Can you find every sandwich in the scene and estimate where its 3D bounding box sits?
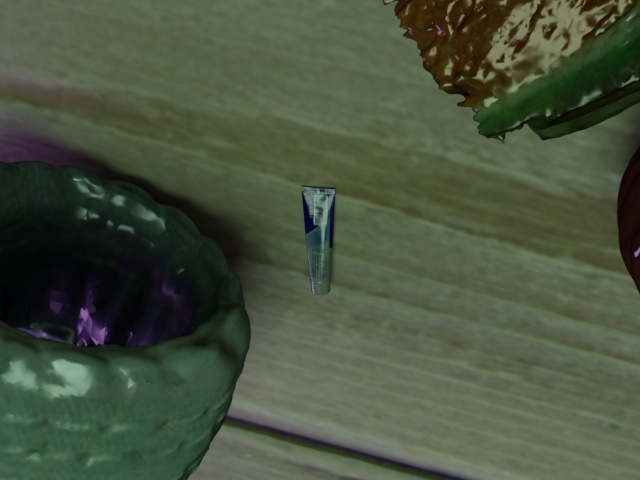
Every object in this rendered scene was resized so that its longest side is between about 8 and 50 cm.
[{"bbox_3d":[0.139,-0.146,0.655,0.184,0.109,0.160,-34,93,33],"label":"sandwich"}]

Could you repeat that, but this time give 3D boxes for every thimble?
[{"bbox_3d":[-0.176,0.064,0.808,0.250,0.205,0.172,24,127,1],"label":"thimble"}]

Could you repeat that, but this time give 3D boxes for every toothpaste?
[{"bbox_3d":[0.000,0.000,0.843,0.024,0.015,0.083,4,121,11],"label":"toothpaste"}]

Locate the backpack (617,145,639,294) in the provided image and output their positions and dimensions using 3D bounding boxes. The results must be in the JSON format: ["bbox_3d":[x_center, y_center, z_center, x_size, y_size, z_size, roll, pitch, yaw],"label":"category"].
[{"bbox_3d":[0.274,-0.017,0.687,0.229,0.139,0.229,10,128,13],"label":"backpack"}]
